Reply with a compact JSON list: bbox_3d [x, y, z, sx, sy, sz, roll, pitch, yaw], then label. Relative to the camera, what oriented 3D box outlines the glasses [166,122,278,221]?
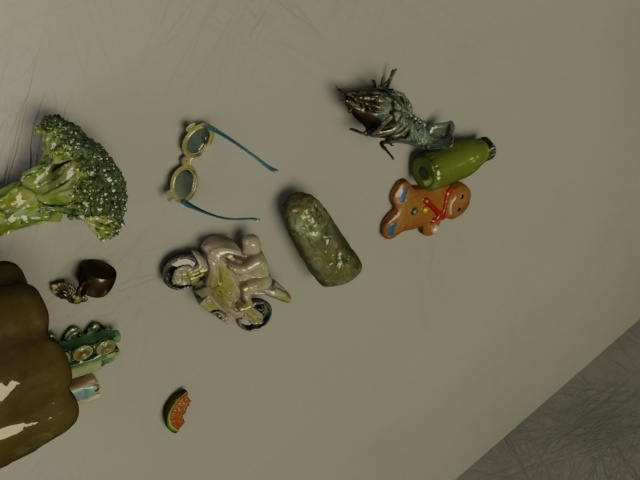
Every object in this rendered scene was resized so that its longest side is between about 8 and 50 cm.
[{"bbox_3d":[-0.204,-0.136,1.598,0.088,0.221,0.189,-42,154,-73],"label":"glasses"}]

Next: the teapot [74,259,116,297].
[{"bbox_3d":[-0.486,0.092,1.582,0.068,0.076,0.121,-65,172,24],"label":"teapot"}]

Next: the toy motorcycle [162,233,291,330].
[{"bbox_3d":[-0.205,0.089,1.788,0.223,0.108,0.341,-46,129,3],"label":"toy motorcycle"}]

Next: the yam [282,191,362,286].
[{"bbox_3d":[0.000,0.000,1.881,0.133,0.133,0.330,-41,134,-11],"label":"yam"}]

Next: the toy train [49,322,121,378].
[{"bbox_3d":[-0.542,0.258,1.652,0.194,0.081,0.125,-13,135,-35],"label":"toy train"}]

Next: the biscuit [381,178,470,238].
[{"bbox_3d":[0.321,-0.103,2.133,0.324,0.049,0.205,-6,120,-38],"label":"biscuit"}]

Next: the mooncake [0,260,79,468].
[{"bbox_3d":[-0.604,0.228,1.379,0.201,0.378,0.378,-26,130,-31],"label":"mooncake"}]

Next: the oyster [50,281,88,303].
[{"bbox_3d":[-0.542,0.115,1.580,0.054,0.019,0.083,-26,128,27],"label":"oyster"}]

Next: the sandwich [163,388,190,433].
[{"bbox_3d":[-0.379,0.446,1.933,0.067,0.029,0.135,-6,119,-43],"label":"sandwich"}]

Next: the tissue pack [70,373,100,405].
[{"bbox_3d":[-0.559,0.341,1.690,0.095,0.074,0.058,-18,124,-33],"label":"tissue pack"}]

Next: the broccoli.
[{"bbox_3d":[-0.545,-0.084,1.363,0.362,0.221,0.252,-15,161,-31],"label":"broccoli"}]

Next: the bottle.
[{"bbox_3d":[0.379,-0.224,2.052,0.260,0.112,0.112,-23,129,-30],"label":"bottle"}]

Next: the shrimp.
[{"bbox_3d":[0.193,-0.302,1.834,0.411,0.166,0.221,20,70,-58],"label":"shrimp"}]
